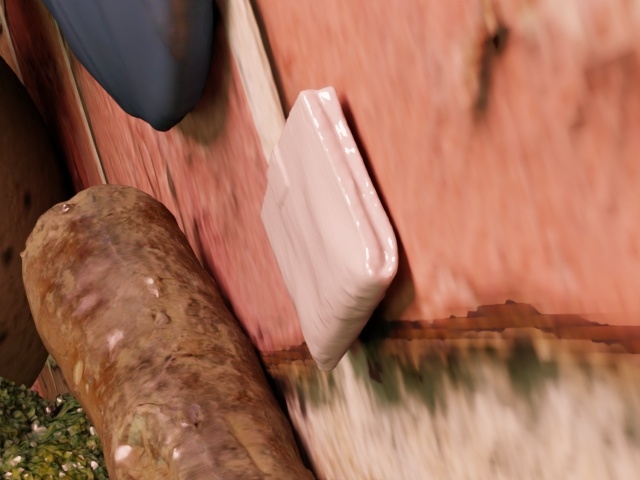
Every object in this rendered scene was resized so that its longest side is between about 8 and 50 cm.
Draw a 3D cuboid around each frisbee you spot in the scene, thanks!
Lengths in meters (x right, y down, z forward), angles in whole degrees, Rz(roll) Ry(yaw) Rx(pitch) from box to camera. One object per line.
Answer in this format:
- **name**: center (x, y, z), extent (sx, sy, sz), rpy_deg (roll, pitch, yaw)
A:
- **frisbee**: center (-0.096, -0.164, 0.478), extent (0.289, 0.049, 0.290), rpy_deg (162, 90, -78)

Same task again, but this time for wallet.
- **wallet**: center (0.000, 0.000, 0.366), extent (0.083, 0.011, 0.044), rpy_deg (115, 137, -73)

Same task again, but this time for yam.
- **yam**: center (-0.025, 0.082, 0.480), extent (0.274, 0.061, 0.061), rpy_deg (-122, 19, -46)

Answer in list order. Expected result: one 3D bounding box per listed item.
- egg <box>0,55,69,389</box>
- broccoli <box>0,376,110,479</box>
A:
- **egg**: center (-0.287, -0.001, 0.993), extent (0.379, 0.287, 0.288), rpy_deg (102, 149, -70)
- **broccoli**: center (-0.147, 0.192, 0.825), extent (0.261, 0.241, 0.269), rpy_deg (57, -155, -24)
